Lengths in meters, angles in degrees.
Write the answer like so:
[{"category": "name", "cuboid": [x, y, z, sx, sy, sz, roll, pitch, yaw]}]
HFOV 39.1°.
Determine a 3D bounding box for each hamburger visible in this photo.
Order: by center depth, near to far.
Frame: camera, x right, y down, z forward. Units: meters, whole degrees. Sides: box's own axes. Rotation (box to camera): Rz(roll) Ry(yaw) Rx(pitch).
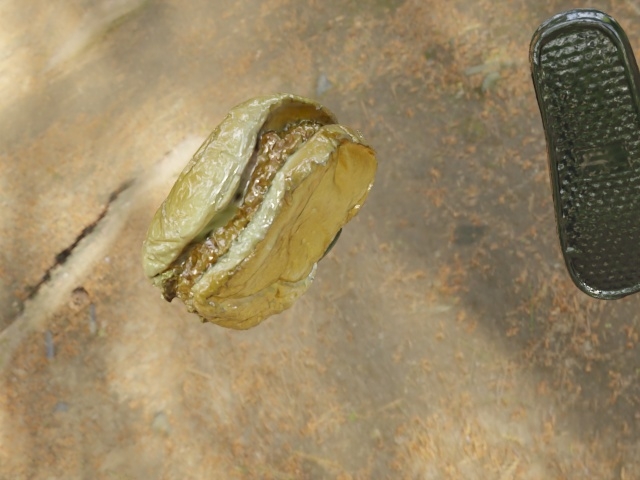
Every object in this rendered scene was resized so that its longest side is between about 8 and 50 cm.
[{"category": "hamburger", "cuboid": [-0.070, -0.031, 1.022, 0.145, 0.259, 0.283, 34, 95, 19]}]

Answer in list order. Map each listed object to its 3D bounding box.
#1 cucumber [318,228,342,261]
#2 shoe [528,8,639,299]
[{"category": "cucumber", "cuboid": [0.000, 0.000, 1.401, 0.048, 0.048, 0.105, 20, 52, 36]}, {"category": "shoe", "cuboid": [0.144, -0.046, 0.457, 0.062, 0.159, 0.053, -10, 30, 21]}]
